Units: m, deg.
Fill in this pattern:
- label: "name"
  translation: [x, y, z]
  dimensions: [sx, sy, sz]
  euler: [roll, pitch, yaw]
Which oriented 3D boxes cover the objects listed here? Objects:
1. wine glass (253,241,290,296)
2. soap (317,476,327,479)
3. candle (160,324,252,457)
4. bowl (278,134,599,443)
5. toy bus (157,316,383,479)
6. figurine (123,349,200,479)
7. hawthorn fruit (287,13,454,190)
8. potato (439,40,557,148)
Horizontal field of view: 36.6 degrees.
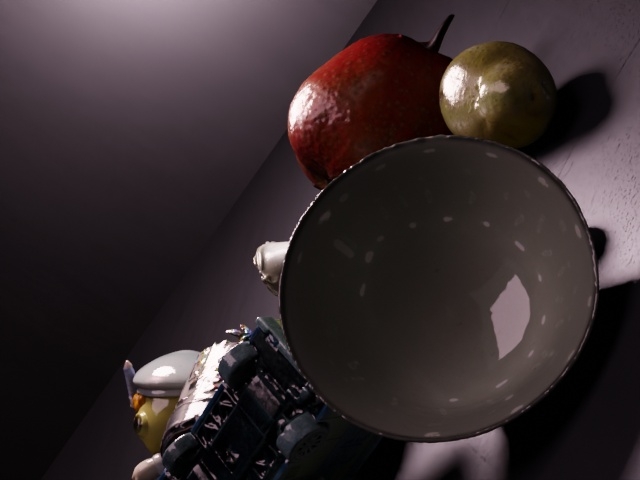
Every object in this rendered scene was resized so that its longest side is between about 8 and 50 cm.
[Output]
- label: "wine glass"
  translation: [0.000, 0.000, 1.829]
  dimensions: [0.232, 0.156, 0.156]
  euler: [-43, 20, 33]
- label: "soap"
  translation: [-0.021, 0.395, 1.064]
  dimensions: [0.232, 0.073, 0.140]
  euler: [-52, 36, 1]
- label: "candle"
  translation: [-0.142, 0.268, 1.646]
  dimensions: [0.187, 0.187, 0.330]
  euler: [-48, 15, 35]
- label: "bowl"
  translation: [0.135, 0.067, 1.060]
  dimensions: [0.337, 0.337, 0.157]
  euler: [-61, -27, -11]
- label: "toy bus"
  translation: [-0.057, 0.249, 1.155]
  dimensions: [0.152, 0.190, 0.312]
  euler: [45, 113, 30]
- label: "figurine"
  translation: [-0.224, 0.370, 1.770]
  dimensions: [0.205, 0.224, 0.382]
  euler: [-50, 43, 36]
- label: "hawthorn fruit"
  translation: [0.118, -0.223, 1.601]
  dimensions: [0.369, 0.284, 0.285]
  euler: [-53, 14, 0]
- label: "potato"
  translation: [0.256, -0.203, 1.359]
  dimensions: [0.157, 0.157, 0.194]
  euler: [-58, 16, 0]
